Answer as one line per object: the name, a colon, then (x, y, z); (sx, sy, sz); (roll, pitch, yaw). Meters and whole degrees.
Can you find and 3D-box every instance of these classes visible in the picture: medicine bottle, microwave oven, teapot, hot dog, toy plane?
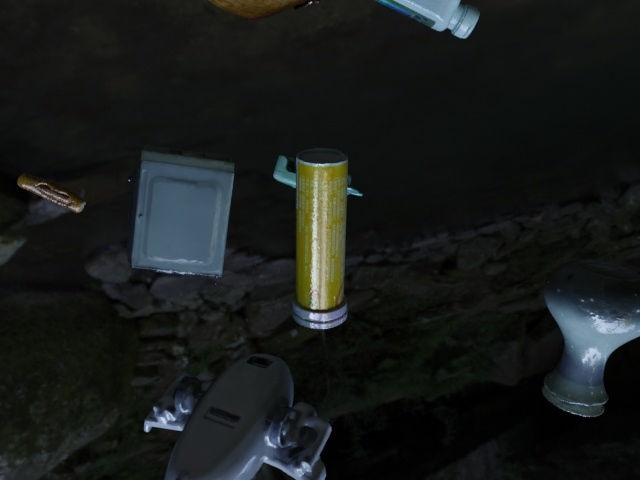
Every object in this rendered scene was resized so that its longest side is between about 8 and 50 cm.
medicine bottle: (0.000, 0.000, 0.704); (0.074, 0.217, 0.074); (1, -155, 0)
medicine bottle: (0.217, -0.501, 1.194); (0.229, 0.083, 0.121); (23, -163, -6)
microwave oven: (-0.337, -0.067, 1.339); (0.219, 0.286, 0.355); (7, -177, -15)
teapot: (0.461, 0.165, 0.979); (0.184, 0.250, 0.183); (7, -163, -2)
hot dog: (-0.559, -0.101, 1.188); (0.137, 0.044, 0.028); (29, -170, -16)
toy plane: (-0.110, 0.245, 0.689); (0.253, 0.252, 0.118); (-14, 132, -2)

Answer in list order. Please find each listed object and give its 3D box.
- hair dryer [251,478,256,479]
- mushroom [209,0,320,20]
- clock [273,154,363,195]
hair dryer: (-0.101, 0.420, 0.902); (0.183, 0.044, 0.155); (14, -176, 41)
mushroom: (-0.081, -0.420, 0.682); (0.346, 0.345, 0.259); (-19, 141, 24)
clock: (0.001, -0.132, 1.243); (0.189, 0.060, 0.148); (17, -178, 10)
